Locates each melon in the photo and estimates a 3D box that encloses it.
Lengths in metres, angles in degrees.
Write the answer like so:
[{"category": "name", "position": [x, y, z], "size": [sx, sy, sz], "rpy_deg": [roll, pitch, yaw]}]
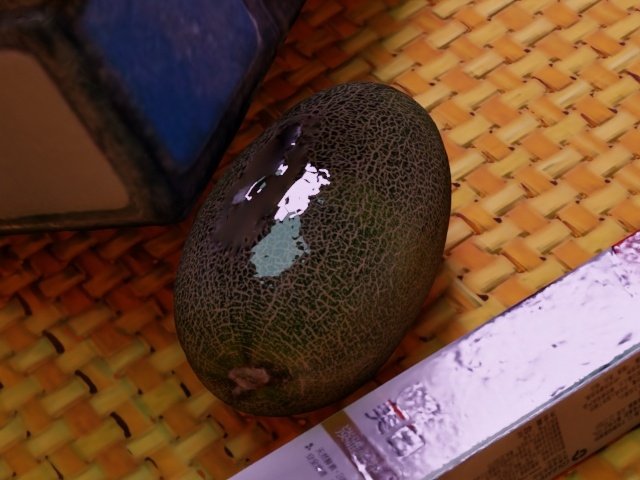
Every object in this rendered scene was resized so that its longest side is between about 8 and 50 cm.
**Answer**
[{"category": "melon", "position": [0.000, 0.000, 0.770], "size": [0.099, 0.099, 0.162], "rpy_deg": [8, 47, 24]}]

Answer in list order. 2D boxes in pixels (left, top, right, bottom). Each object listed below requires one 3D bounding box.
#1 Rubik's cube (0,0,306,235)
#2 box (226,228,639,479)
[{"category": "Rubik's cube", "position": [-0.201, -0.226, 0.842], "size": [0.363, 0.359, 0.362], "rpy_deg": [-8, 44, 32]}, {"category": "box", "position": [0.059, 0.071, 0.722], "size": [0.218, 0.039, 0.055], "rpy_deg": [-31, 44, -12]}]
